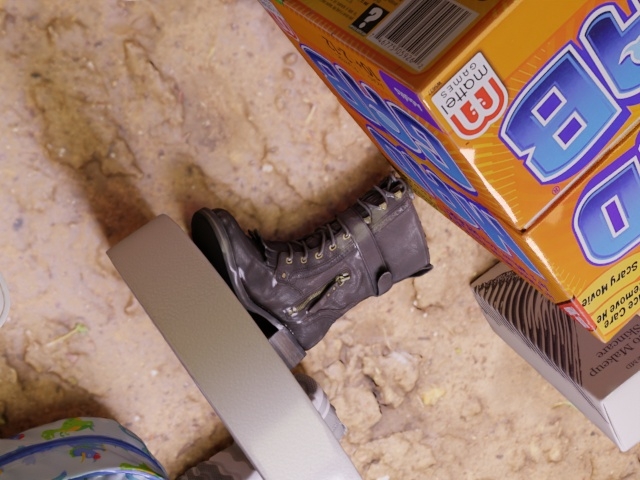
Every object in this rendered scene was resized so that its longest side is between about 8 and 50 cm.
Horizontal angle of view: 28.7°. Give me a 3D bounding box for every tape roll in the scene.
[{"bbox_3d":[-0.068,0.150,1.197,0.072,0.392,0.392,-36,126,-8],"label":"tape roll"}]

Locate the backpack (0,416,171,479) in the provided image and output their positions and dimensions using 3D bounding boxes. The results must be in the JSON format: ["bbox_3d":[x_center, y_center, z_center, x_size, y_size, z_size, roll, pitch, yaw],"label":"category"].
[{"bbox_3d":[-0.304,0.337,1.275,0.356,0.273,0.290,-30,119,-27],"label":"backpack"}]

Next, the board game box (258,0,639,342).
[{"bbox_3d":[0.218,-0.201,1.187,0.356,0.356,0.356,-44,127,-1],"label":"board game box"}]

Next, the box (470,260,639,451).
[{"bbox_3d":[0.296,0.112,1.441,0.113,0.275,0.094,-36,126,-7],"label":"box"}]

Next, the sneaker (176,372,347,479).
[{"bbox_3d":[-0.075,0.290,1.439,0.281,0.105,0.115,-44,127,-2],"label":"sneaker"}]

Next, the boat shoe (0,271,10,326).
[{"bbox_3d":[-0.396,0.007,1.124,0.254,0.079,0.095,36,54,-32],"label":"boat shoe"}]

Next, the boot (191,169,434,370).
[{"bbox_3d":[0.000,0.000,1.351,0.229,0.091,0.263,-38,135,-8],"label":"boot"}]
